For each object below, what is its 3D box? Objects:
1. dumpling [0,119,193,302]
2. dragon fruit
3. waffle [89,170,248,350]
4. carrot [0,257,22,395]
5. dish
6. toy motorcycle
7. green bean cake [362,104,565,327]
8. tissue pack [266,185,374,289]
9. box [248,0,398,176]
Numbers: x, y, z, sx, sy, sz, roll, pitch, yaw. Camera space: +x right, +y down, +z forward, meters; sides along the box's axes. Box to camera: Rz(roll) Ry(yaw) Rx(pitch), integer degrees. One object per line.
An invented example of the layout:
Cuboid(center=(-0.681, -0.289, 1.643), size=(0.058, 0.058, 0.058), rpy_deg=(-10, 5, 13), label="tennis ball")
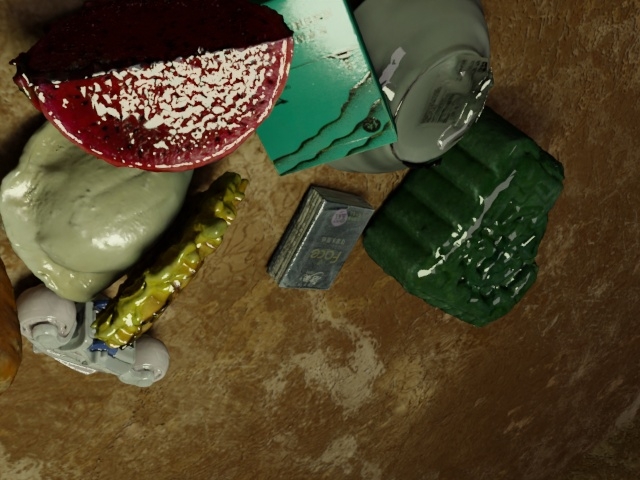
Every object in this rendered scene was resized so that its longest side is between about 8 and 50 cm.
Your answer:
Cuboid(center=(-0.247, -0.060, 0.881), size=(0.179, 0.131, 0.252), rpy_deg=(42, 85, -27), label="dumpling")
Cuboid(center=(-0.165, -0.162, 0.799), size=(0.262, 0.163, 0.189), rpy_deg=(-10, 105, -12), label="dragon fruit")
Cuboid(center=(-0.178, 0.016, 0.941), size=(0.059, 0.243, 0.238), rpy_deg=(39, 106, -15), label="waffle")
Cuboid(center=(-0.385, 0.083, 0.817), size=(0.159, 0.225, 0.159), rpy_deg=(-27, 142, -23), label="carrot")
Cuboid(center=(0.132, -0.196, 1.062), size=(0.317, 0.106, 0.316), rpy_deg=(-26, 141, -24), label="dish")
Cuboid(center=(-0.303, 0.132, 1.037), size=(0.112, 0.112, 0.254), rpy_deg=(-44, 140, 2), label="toy motorcycle")
Cuboid(center=(0.263, -0.027, 1.290), size=(0.300, 0.169, 0.307), rpy_deg=(25, 106, -48), label="green bean cake")
Cuboid(center=(0.000, 0.000, 1.187), size=(0.112, 0.051, 0.156), rpy_deg=(8, 119, -45), label="tissue pack")
Cuboid(center=(-0.019, -0.188, 0.926), size=(0.161, 0.042, 0.226), rpy_deg=(-15, 131, 15), label="box")
